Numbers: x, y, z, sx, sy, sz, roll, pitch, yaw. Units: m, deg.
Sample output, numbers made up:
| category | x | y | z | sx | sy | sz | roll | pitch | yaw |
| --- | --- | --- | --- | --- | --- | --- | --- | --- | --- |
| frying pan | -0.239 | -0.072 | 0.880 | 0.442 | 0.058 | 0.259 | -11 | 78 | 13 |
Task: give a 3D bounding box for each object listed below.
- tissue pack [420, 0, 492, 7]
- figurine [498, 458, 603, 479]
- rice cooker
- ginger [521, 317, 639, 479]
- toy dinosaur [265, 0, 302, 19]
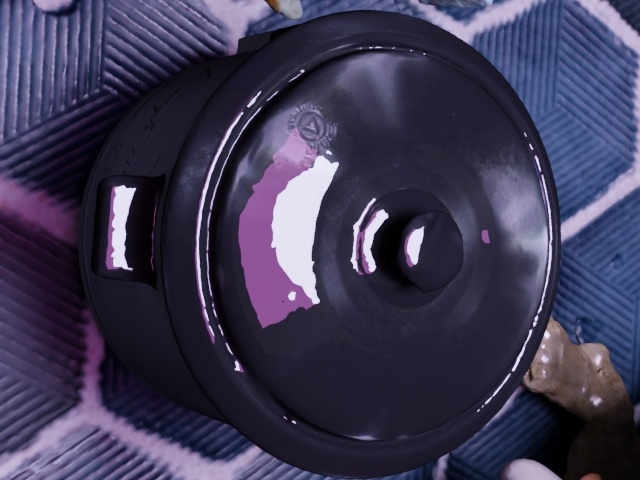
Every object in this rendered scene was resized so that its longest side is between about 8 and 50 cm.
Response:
| category | x | y | z | sx | sy | sz | roll | pitch | yaw |
| --- | --- | --- | --- | --- | --- | --- | --- | --- | --- |
| tissue pack | 0.100 | -0.308 | 0.796 | 0.177 | 0.089 | 0.263 | 36 | 81 | -34 |
| figurine | 0.222 | 0.218 | 0.757 | 0.388 | 0.276 | 0.248 | -24 | 131 | 4 |
| rice cooker | 0.000 | 0.000 | 0.689 | 0.281 | 0.227 | 0.241 | 7 | 89 | -29 |
| ginger | 0.201 | 0.175 | 0.908 | 0.149 | 0.065 | 0.258 | -45 | 114 | -17 |
| toy dinosaur | -0.098 | -0.297 | 0.657 | 0.393 | 0.092 | 0.205 | 55 | 29 | -7 |
